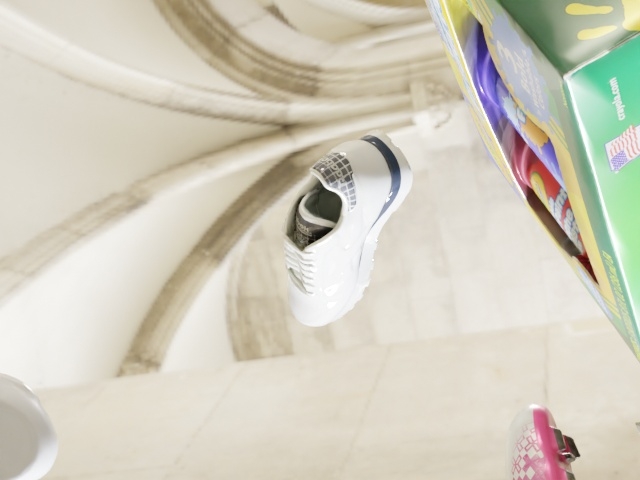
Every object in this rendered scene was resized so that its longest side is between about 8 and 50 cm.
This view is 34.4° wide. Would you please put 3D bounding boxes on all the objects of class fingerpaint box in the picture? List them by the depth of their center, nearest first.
[{"bbox_3d":[0.245,-0.141,0.974,0.445,0.163,0.371,57,-175,-48],"label":"fingerpaint box"}]

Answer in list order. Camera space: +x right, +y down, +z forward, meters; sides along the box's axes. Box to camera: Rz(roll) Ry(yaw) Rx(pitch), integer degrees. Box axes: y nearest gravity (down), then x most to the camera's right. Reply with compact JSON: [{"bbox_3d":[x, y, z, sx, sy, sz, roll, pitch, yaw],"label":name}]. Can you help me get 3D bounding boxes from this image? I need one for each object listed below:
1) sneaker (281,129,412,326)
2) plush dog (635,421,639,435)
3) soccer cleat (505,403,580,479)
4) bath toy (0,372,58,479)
[{"bbox_3d":[0.000,0.000,0.960,0.095,0.090,0.235,-28,-31,-39],"label":"sneaker"},{"bbox_3d":[0.345,0.078,0.646,0.225,0.262,0.210,-29,-107,-38],"label":"plush dog"},{"bbox_3d":[0.181,0.314,0.901,0.116,0.143,0.331,29,-132,-65],"label":"soccer cleat"},{"bbox_3d":[-0.347,0.251,0.817,0.151,0.348,0.129,36,168,-16],"label":"bath toy"}]
